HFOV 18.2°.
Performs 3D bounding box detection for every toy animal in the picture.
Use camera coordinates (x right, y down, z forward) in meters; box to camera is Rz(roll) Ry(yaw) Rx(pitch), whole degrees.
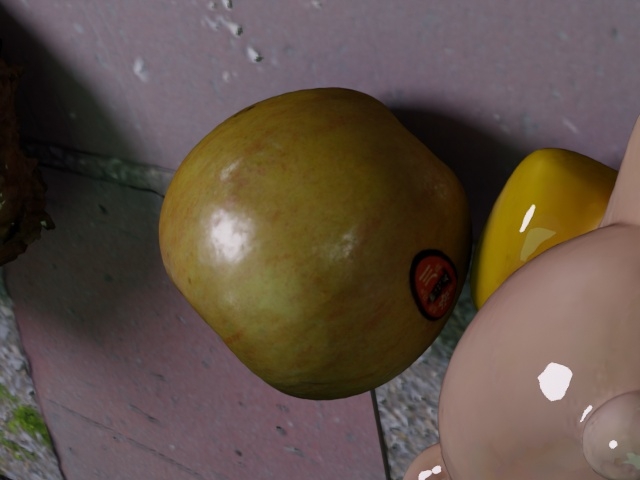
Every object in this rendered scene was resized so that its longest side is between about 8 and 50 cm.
[{"bbox_3d":[0.200,0.071,0.929,0.277,0.247,0.345,46,140,-5],"label":"toy animal"}]

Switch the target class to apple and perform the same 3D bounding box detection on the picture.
[{"bbox_3d":[0.000,0.000,1.102,0.182,0.155,0.182,44,178,2],"label":"apple"}]

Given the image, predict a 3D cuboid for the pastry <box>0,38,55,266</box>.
[{"bbox_3d":[-0.311,-0.055,1.290,0.275,0.193,0.275,24,137,24],"label":"pastry"}]
